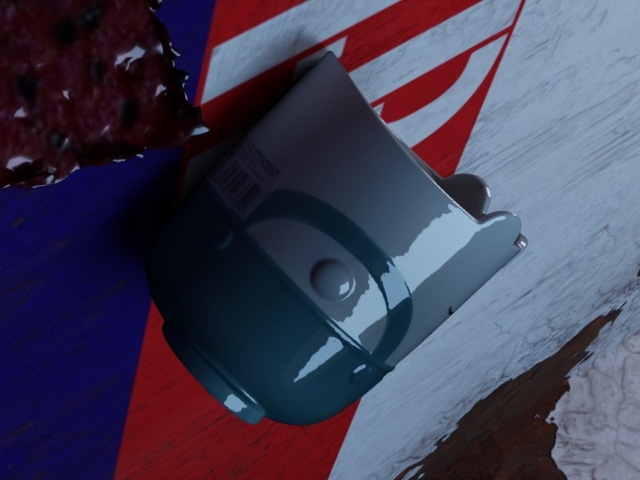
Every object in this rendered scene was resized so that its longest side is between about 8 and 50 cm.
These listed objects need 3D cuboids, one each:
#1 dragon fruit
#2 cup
[{"bbox_3d":[-0.201,-0.082,0.893,0.330,0.240,0.302,-38,142,-32],"label":"dragon fruit"},{"bbox_3d":[0.000,0.000,1.503,0.257,0.219,0.290,-44,-168,5],"label":"cup"}]
